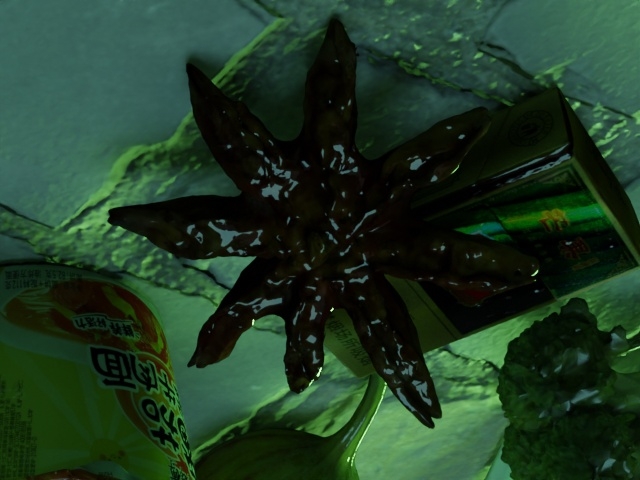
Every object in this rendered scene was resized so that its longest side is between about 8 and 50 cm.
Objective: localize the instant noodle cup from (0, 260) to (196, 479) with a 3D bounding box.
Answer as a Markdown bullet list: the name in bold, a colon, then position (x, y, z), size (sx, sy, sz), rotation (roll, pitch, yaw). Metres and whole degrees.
- **instant noodle cup**: position (-0.207, 0.155, 1.293), size (0.264, 0.200, 0.264), rotation (-6, 143, -4)

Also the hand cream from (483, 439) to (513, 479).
- **hand cream**: position (0.180, 0.261, 1.647), size (0.109, 0.067, 0.321), rotation (5, 136, -17)

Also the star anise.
- **star anise**: position (0.000, 0.001, 1.163), size (0.288, 0.088, 0.288), rotation (4, 114, 9)

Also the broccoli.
- **broccoli**: position (0.255, 0.145, 1.423), size (0.254, 0.302, 0.186), rotation (9, 170, -7)

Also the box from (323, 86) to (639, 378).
- **box**: position (0.091, -0.001, 1.267), size (0.240, 0.071, 0.159), rotation (-23, 137, 18)

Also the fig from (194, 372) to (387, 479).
- **fig**: position (-0.006, 0.183, 1.472), size (0.149, 0.149, 0.245), rotation (26, 111, -38)
